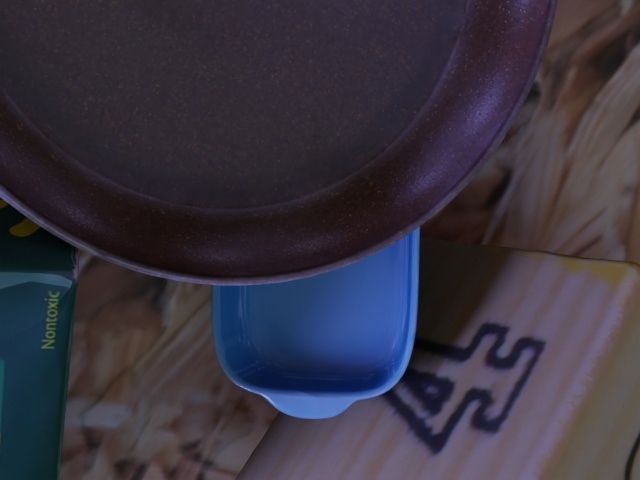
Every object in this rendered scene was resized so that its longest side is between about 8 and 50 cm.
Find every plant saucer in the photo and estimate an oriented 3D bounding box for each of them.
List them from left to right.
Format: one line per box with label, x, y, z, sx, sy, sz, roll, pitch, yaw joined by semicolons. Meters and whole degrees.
plant saucer;-0.035;-0.137;0.408;0.310;0.050;0.311;-4;101;-20

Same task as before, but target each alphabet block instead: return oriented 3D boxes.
alphabet block;0.102;0.135;0.524;0.197;0.193;0.192;-55;126;-21

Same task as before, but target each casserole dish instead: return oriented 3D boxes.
casserole dish;0.000;0.000;0.497;0.114;0.037;0.189;0;86;15

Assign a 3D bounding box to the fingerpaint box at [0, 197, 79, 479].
fingerpaint box;-0.331;0.159;0.470;0.370;0.163;0.445;4;117;-18
